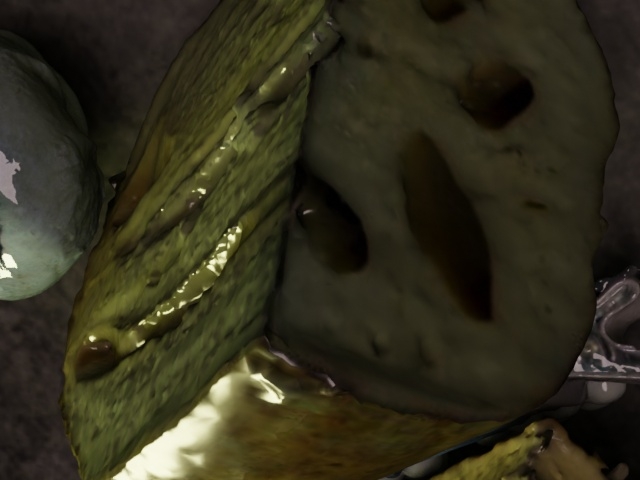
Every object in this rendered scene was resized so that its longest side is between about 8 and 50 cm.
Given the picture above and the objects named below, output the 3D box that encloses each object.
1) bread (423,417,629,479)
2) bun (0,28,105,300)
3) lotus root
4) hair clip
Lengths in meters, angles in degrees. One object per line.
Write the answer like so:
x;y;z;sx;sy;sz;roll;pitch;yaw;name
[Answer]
0.114;0.215;0.603;0.239;0.111;0.246;40;139;-8;bread
-0.154;-0.041;0.614;0.141;0.083;0.141;32;131;44;bun
-0.008;0.015;0.531;0.149;0.267;0.260;25;139;-18;lotus root
0.067;0.082;0.606;0.220;0.140;0.054;-26;74;19;hair clip
